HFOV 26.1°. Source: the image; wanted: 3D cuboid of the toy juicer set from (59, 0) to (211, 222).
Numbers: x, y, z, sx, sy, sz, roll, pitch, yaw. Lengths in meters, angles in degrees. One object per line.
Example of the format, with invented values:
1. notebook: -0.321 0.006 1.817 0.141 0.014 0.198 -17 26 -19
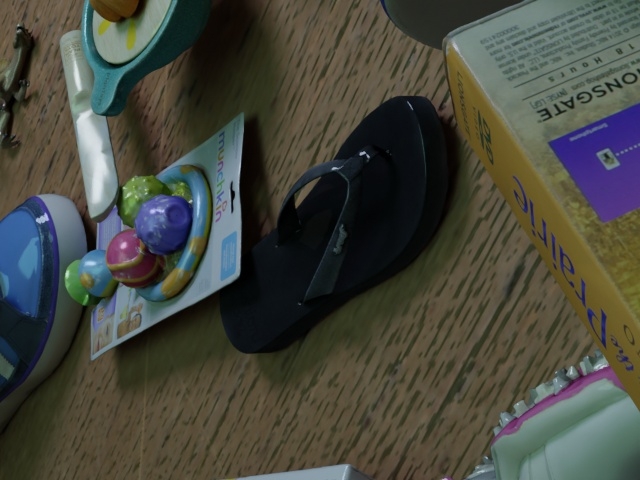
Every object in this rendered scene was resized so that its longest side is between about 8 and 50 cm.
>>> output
1. toy juicer set: -0.153 -0.206 1.078 0.329 0.089 0.209 -57 42 19

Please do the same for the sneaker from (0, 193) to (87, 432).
1. sneaker: -0.368 0.086 1.230 0.322 0.236 0.130 -55 50 32

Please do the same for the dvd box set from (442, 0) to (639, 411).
1. dvd box set: 0.266 0.024 0.456 0.062 0.308 0.420 74 171 -52

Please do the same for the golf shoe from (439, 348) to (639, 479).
1. golf shoe: 0.143 0.145 0.714 0.140 0.115 0.306 58 151 19

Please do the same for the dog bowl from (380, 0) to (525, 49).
1. dog bowl: 0.141 -0.189 0.636 0.265 0.265 0.104 -31 67 44

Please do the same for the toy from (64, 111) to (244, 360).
1. toy: -0.143 -0.002 1.096 0.237 0.056 0.136 -32 52 51

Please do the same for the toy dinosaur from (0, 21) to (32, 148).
1. toy dinosaur: -0.323 -0.133 1.350 0.183 0.053 0.092 -37 45 33

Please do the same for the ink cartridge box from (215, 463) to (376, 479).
1. ink cartridge box: -0.042 0.241 0.908 0.212 0.093 0.154 -18 43 49

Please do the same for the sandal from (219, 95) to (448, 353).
1. sandal: 0.000 0.001 0.947 0.254 0.054 0.097 -48 54 36
